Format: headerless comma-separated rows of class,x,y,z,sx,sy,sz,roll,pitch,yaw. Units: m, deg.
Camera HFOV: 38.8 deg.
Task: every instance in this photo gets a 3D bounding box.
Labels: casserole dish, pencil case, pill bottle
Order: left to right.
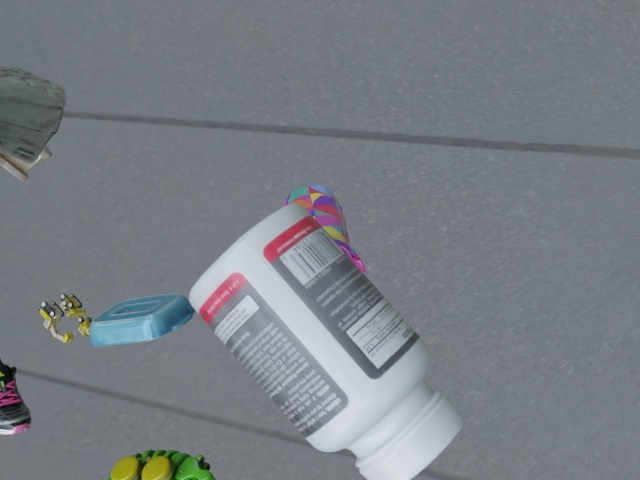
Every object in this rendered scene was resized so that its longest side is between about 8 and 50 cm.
casserole dish,-0.280,0.119,1.404,0.188,0.114,0.037,-10,107,34
pencil case,0.000,0.000,1.363,0.104,0.236,0.104,-4,118,-7
pill bottle,0.013,0.127,1.044,0.176,0.176,0.318,-44,84,23

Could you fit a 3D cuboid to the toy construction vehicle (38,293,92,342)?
toy construction vehicle,-0.408,0.127,1.460,0.098,0.086,0.035,41,105,24

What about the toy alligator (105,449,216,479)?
toy alligator,-0.127,0.216,0.832,0.189,0.051,0.056,-8,128,29

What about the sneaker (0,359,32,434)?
sneaker,-0.481,0.228,1.365,0.170,0.063,0.075,33,124,49

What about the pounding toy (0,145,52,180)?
pounding toy,-0.638,-0.211,1.774,0.155,0.154,0.269,-41,60,7

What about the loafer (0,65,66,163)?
loafer,-0.384,-0.124,0.905,0.112,0.319,0.112,25,103,27
